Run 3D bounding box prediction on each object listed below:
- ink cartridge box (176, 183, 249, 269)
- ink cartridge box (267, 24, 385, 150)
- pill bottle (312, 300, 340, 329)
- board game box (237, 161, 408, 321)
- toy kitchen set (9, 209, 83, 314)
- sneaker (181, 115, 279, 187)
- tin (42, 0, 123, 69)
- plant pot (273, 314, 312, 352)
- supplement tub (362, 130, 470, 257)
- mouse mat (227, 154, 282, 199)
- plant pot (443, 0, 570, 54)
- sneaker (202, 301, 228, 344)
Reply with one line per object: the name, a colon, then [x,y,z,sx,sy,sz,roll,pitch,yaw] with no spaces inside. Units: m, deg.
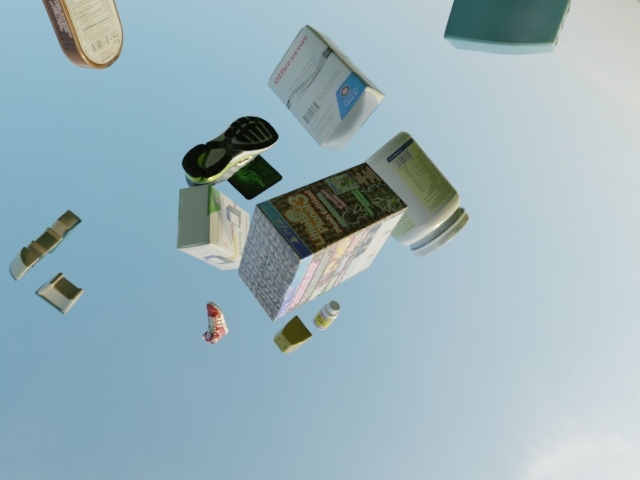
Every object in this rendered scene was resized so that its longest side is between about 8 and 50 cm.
ink cartridge box: [-0.261,-0.027,1.192,0.212,0.093,0.154,47,-143,-66]
ink cartridge box: [0.012,-0.465,1.463,0.129,0.223,0.307,-5,-128,-54]
pill bottle: [0.016,0.185,1.184,0.043,0.083,0.043,19,-138,-18]
board game box: [0.000,0.000,0.994,0.291,0.232,0.141,-25,-114,-35]
toy kitchen set: [-0.633,0.062,1.162,0.166,0.122,0.207,44,-149,-18]
sneaker: [-0.236,-0.225,1.240,0.300,0.121,0.111,-35,-94,-31]
tin: [-0.348,-0.347,0.697,0.040,0.190,0.106,11,-133,13]
plant pot: [-0.091,0.288,1.413,0.081,0.081,0.083,50,-145,8]
supplement tub: [0.263,-0.134,1.421,0.325,0.235,0.235,50,-140,-4]
mouse mat: [-0.226,-0.216,1.436,0.189,0.007,0.152,43,-124,11]
plant pot: [0.437,-0.517,1.097,0.234,0.165,0.165,22,-160,21]
sneaker: [-0.283,0.220,1.240,0.042,0.118,0.067,9,-140,32]
